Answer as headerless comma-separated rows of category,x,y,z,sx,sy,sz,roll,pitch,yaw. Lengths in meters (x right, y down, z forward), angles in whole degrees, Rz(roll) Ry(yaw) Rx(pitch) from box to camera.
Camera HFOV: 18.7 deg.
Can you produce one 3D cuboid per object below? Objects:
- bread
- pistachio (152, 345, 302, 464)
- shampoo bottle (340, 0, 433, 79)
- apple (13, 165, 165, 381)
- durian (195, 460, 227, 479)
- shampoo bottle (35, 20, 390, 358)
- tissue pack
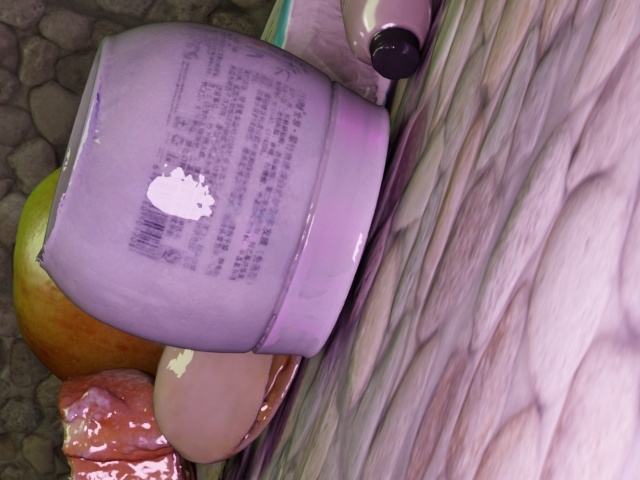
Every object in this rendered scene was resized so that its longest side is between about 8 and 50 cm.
bread,-0.194,0.222,1.992,0.244,0.123,0.190,84,175,-58
pistachio,-0.081,0.111,1.846,0.152,0.126,0.223,39,109,46
shampoo bottle,0.057,-0.241,1.741,0.257,0.078,0.127,-92,26,-44
apple,-0.221,0.045,2.370,0.339,0.339,0.339,-162,90,-83
durian,-0.176,0.275,2.152,0.106,0.132,0.375,-30,36,61
shampoo bottle,-0.088,-0.039,1.654,0.273,0.266,0.273,-162,90,-81
tissue pack,-0.011,-0.140,1.912,0.271,0.124,0.201,122,165,-61
